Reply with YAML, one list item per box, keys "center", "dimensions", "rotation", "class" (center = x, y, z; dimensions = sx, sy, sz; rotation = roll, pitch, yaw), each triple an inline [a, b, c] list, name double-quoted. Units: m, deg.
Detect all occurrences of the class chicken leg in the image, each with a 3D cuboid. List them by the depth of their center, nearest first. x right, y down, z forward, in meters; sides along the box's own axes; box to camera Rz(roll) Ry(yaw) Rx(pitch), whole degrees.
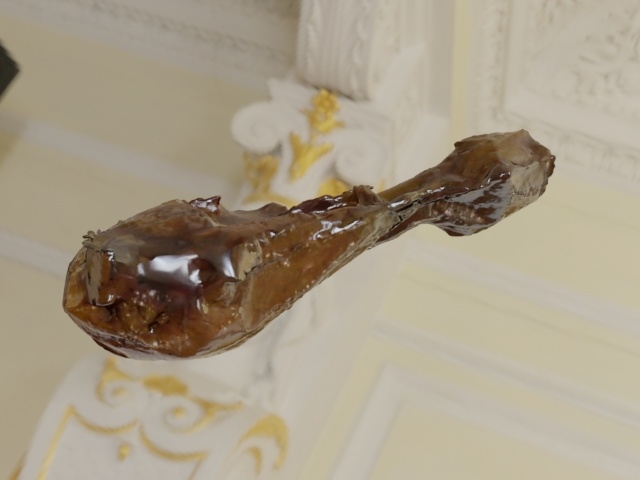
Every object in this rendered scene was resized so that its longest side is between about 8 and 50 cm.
- center: [0.000, 0.000, 0.756]
  dimensions: [0.113, 0.304, 0.093]
  rotation: [-171, -116, -76]
  class: "chicken leg"
